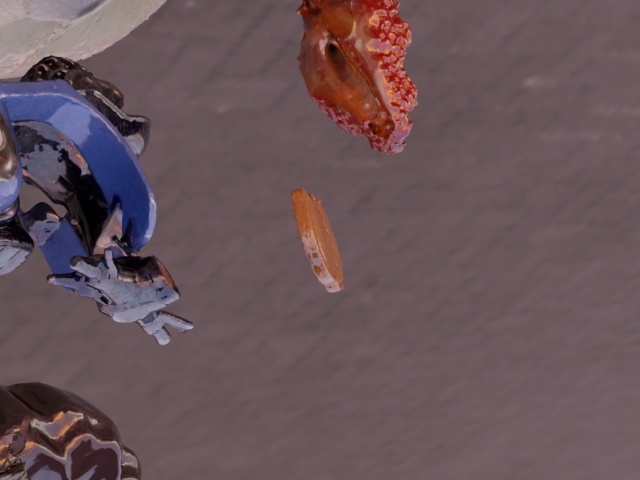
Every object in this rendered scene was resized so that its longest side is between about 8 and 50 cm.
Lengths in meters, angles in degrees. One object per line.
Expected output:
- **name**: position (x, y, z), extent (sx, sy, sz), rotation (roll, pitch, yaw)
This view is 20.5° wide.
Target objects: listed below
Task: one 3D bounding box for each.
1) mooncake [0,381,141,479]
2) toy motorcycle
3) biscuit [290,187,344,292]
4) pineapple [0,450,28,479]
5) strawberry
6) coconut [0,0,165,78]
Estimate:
- **mooncake**: position (-0.304, 0.283, 1.785), extent (0.283, 0.141, 0.283), rotation (-25, 127, -37)
- **toy motorcycle**: position (-0.208, -0.016, 1.112), extent (0.125, 0.212, 0.358), rotation (-38, 167, 33)
- **biscuit**: position (0.000, 0.000, 1.731), extent (0.019, 0.102, 0.130), rotation (-17, 164, 8)
- **pineapple**: position (-0.299, 0.214, 1.497), extent (0.124, 0.058, 0.058), rotation (-6, 156, -21)
- **strawberry**: position (0.022, -0.130, 1.285), extent (0.048, 0.152, 0.104), rotation (3, 137, -38)
- **coconut**: position (-0.229, -0.280, 1.338), extent (0.297, 0.309, 0.297), rotation (-16, 133, -19)
